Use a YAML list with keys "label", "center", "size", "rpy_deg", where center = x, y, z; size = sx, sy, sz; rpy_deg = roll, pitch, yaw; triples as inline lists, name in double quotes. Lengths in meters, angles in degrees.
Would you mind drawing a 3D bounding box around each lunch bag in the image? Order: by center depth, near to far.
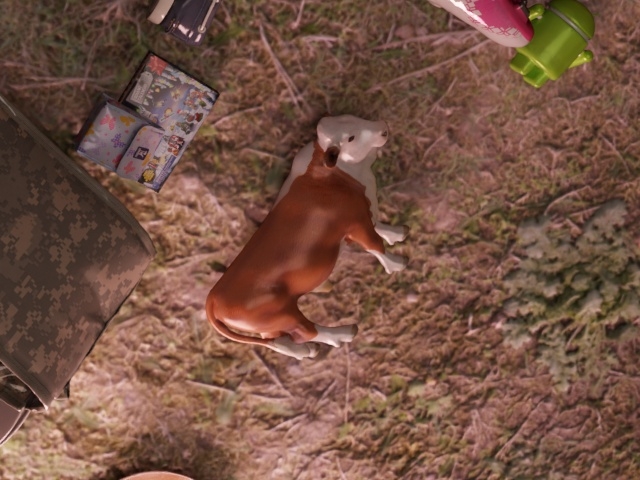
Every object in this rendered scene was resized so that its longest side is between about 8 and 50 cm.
- label: "lunch bag"
  center: [-0.341, 0.019, 1.869]
  size: [0.287, 0.169, 0.235]
  rpy_deg: [44, 60, -20]
- label: "lunch bag"
  center: [-0.222, -0.113, 1.930]
  size: [0.083, 0.053, 0.071]
  rpy_deg: [30, 100, -23]

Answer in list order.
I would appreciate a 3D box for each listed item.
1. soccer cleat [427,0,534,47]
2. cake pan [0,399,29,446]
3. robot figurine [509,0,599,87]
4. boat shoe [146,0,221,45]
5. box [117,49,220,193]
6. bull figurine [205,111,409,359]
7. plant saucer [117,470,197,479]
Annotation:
- label: "soccer cleat"
  center: [0.104, -0.327, 1.956]
  size: [0.143, 0.116, 0.331]
  rpy_deg: [-37, 109, 16]
- label: "cake pan"
  center: [-0.461, 0.144, 1.977]
  size: [0.293, 0.054, 0.293]
  rpy_deg: [-4, 106, -12]
- label: "robot figurine"
  center: [0.275, -0.236, 2.033]
  size: [0.101, 0.067, 0.115]
  rpy_deg: [38, 94, -21]
- label: "boat shoe"
  center: [-0.097, -0.331, 1.902]
  size: [0.079, 0.095, 0.254]
  rpy_deg: [30, 99, -18]
- label: "box"
  center: [-0.190, -0.135, 1.973]
  size: [0.094, 0.027, 0.137]
  rpy_deg: [30, 98, -18]
- label: "bull figurine"
  center: [0.000, 0.000, 2.019]
  size: [0.188, 0.101, 0.310]
  rpy_deg: [37, 95, -22]
- label: "plant saucer"
  center: [-0.207, 0.366, 2.112]
  size: [0.199, 0.036, 0.198]
  rpy_deg: [-4, 107, -13]
